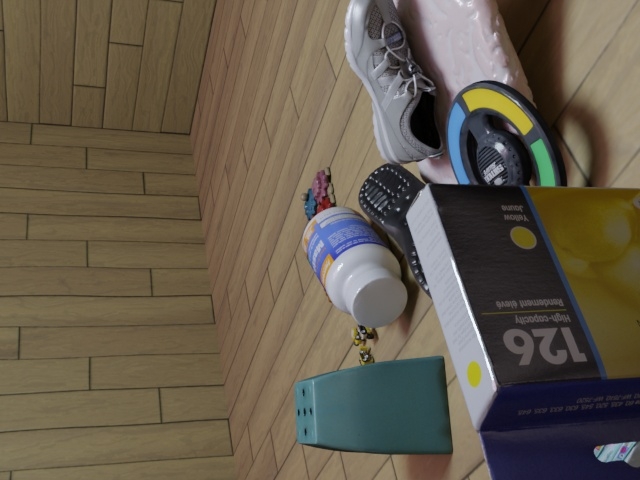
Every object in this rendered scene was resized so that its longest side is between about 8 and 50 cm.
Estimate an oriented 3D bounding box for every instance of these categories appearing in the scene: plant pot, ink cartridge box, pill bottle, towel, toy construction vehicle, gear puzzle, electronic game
[{"bbox_3d":[0.081,0.295,1.293,0.165,0.234,0.166,146,123,-65],"label":"plant pot"},{"bbox_3d":[0.264,0.081,0.705,0.072,0.303,0.307,114,150,-48],"label":"ink cartridge box"},{"bbox_3d":[0.069,0.053,1.465,0.272,0.152,0.152,-122,38,-58],"label":"pill bottle"},{"bbox_3d":[0.195,-0.242,1.119,0.332,0.053,0.317,67,161,-5],"label":"towel"},{"bbox_3d":[0.094,0.208,1.568,0.098,0.035,0.086,-113,20,-54],"label":"toy construction vehicle"},{"bbox_3d":[0.000,0.000,1.814,0.175,0.044,0.339,123,143,-55],"label":"gear puzzle"},{"bbox_3d":[0.246,-0.104,1.000,0.229,0.048,0.229,51,155,34],"label":"electronic game"}]

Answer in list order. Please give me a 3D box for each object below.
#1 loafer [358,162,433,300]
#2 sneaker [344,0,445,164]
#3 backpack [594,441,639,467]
[{"bbox_3d":[0.202,0.001,1.191,0.134,0.130,0.366,-46,45,13],"label":"loafer"},{"bbox_3d":[0.126,-0.246,1.107,0.115,0.105,0.281,12,132,48],"label":"sneaker"},{"bbox_3d":[0.326,0.219,0.788,0.115,0.151,0.182,52,124,53],"label":"backpack"}]
